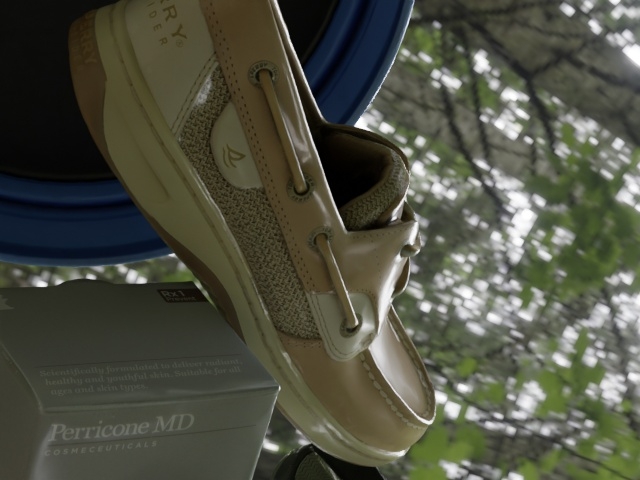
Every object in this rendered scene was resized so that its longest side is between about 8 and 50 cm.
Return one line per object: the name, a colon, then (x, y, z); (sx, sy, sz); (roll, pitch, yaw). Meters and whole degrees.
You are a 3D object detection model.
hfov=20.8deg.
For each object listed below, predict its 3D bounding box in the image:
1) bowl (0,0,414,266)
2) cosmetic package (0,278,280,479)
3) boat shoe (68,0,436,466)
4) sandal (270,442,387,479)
bowl: (-0.140, -0.178, 0.953); (0.391, 0.391, 0.077); (-48, -164, 13)
cosmetic package: (-0.118, 0.142, 0.826); (0.107, 0.127, 0.238); (48, -49, 43)
boat shoe: (0.000, 0.000, 0.889); (0.110, 0.341, 0.122); (-24, -134, 11)
sandal: (0.042, 0.287, 1.222); (0.086, 0.120, 0.303); (-33, -104, 44)
